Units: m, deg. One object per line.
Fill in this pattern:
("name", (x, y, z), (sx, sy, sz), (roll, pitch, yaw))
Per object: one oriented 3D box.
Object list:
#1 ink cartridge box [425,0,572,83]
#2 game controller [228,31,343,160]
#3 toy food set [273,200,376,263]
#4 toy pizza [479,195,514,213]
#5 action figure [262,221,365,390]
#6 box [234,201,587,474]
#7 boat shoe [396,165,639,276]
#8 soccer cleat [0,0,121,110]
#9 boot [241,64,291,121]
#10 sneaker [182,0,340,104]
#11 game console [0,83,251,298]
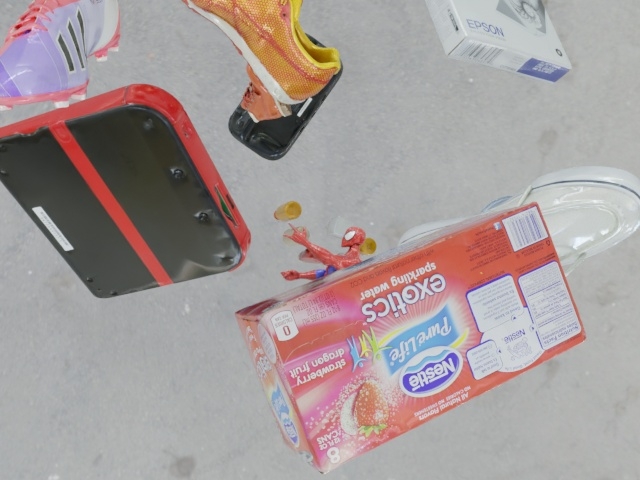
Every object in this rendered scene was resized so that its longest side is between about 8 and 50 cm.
("ink cartridge box", (0.229, -0.333, 0.918), (0.223, 0.045, 0.224), (1, 62, -36))
("game controller", (-0.084, -0.356, 1.632), (0.166, 0.067, 0.319), (36, 87, -9))
("toy food set", (0.000, 0.000, 1.490), (0.232, 0.104, 0.111), (21, 79, -20))
("toy pizza", (0.397, 0.008, 1.375), (0.201, 0.032, 0.201), (0, 89, -14))
("action figure", (-0.033, 0.088, 0.995), (0.139, 0.091, 0.280), (30, 84, -1))
("box", (0.073, 0.073, 0.563), (0.256, 0.122, 0.128), (-21, 91, -18))
("boat shoe", (0.240, 0.020, 0.880), (0.136, 0.367, 0.156), (58, 37, -23))
("soccer cleat", (-0.235, -0.187, 0.586), (0.083, 0.248, 0.095), (-2, 120, 1))
("boot", (-0.117, -0.273, 1.234), (0.084, 0.059, 0.158), (-14, 152, 11))
("sneaker", (-0.053, -0.177, 0.478), (0.067, 0.064, 0.175), (-35, 125, 24))
("game console", (-0.331, -0.065, 1.136), (0.341, 0.060, 0.387), (-12, 130, 15))
